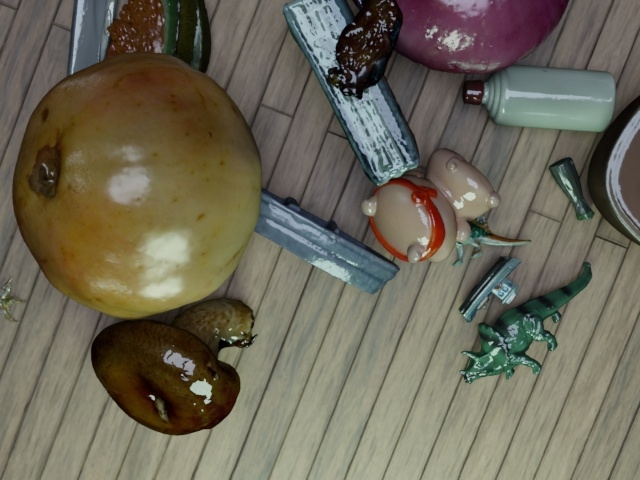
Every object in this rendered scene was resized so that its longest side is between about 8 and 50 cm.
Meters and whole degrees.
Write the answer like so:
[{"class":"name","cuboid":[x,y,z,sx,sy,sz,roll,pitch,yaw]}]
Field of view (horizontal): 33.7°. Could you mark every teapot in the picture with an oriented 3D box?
[{"class":"teapot","cuboid":[0.433,-0.086,1.816,0.043,0.043,0.110,-27,97,1]}]

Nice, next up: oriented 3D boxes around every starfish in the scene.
[{"class":"starfish","cuboid":[-0.553,0.108,1.818,0.086,0.016,0.092,-31,97,3]}]

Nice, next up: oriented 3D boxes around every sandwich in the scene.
[{"class":"sandwich","cuboid":[-0.271,-0.352,1.753,0.160,0.109,0.184,3,96,18]}]

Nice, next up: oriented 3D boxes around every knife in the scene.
[{"class":"knife","cuboid":[-0.381,-0.365,1.773,0.073,0.040,0.265,9,94,-13]}]

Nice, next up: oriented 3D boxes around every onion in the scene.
[{"class":"onion","cuboid":[0.247,-0.446,1.660,0.358,0.345,0.358,7,78,-35]}]

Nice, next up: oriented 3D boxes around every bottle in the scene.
[{"class":"bottle","cuboid":[0.360,-0.240,1.771,0.245,0.104,0.104,4,94,-2]}]

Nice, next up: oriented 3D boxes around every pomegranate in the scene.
[{"class":"pomegranate","cuboid":[-0.274,-0.089,1.646,0.412,0.411,0.411,0,94,-2]}]

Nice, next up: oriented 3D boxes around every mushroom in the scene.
[{"class":"mushroom","cuboid":[-0.250,0.203,1.741,0.267,0.254,0.267,2,122,3]}]

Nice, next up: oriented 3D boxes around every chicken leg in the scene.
[{"class":"chicken leg","cuboid":[0.069,-0.332,1.563,0.106,0.051,0.253,5,83,-9]}]

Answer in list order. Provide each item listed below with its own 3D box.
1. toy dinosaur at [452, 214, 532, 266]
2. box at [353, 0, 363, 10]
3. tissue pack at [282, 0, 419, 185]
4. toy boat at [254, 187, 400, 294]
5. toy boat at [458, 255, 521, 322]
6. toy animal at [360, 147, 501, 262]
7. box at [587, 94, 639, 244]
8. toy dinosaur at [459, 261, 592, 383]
[{"class":"toy dinosaur","cuboid":[0.256,-0.019,1.817,0.187,0.044,0.106,-18,77,10]},{"class":"box","cuboid":[0.090,-0.384,1.780,0.036,0.050,0.117,-33,93,3]},{"class":"tissue pack","cuboid":[0.054,-0.248,1.699,0.103,0.228,0.315,-27,95,4]},{"class":"toy boat","cuboid":[0.000,0.000,1.768,0.283,0.127,0.078,30,93,-8]},{"class":"toy boat","cuboid":[0.298,0.088,1.814,0.066,0.059,0.140,39,91,9]},{"class":"toy animal","cuboid":[0.179,-0.053,1.744,0.198,0.171,0.171,-35,94,-9]},{"class":"box","cuboid":[0.584,-0.118,1.732,0.301,0.216,0.300,0,96,0]},{"class":"toy dinosaur","cuboid":[0.367,0.157,1.815,0.292,0.079,0.120,-28,96,-3]}]
